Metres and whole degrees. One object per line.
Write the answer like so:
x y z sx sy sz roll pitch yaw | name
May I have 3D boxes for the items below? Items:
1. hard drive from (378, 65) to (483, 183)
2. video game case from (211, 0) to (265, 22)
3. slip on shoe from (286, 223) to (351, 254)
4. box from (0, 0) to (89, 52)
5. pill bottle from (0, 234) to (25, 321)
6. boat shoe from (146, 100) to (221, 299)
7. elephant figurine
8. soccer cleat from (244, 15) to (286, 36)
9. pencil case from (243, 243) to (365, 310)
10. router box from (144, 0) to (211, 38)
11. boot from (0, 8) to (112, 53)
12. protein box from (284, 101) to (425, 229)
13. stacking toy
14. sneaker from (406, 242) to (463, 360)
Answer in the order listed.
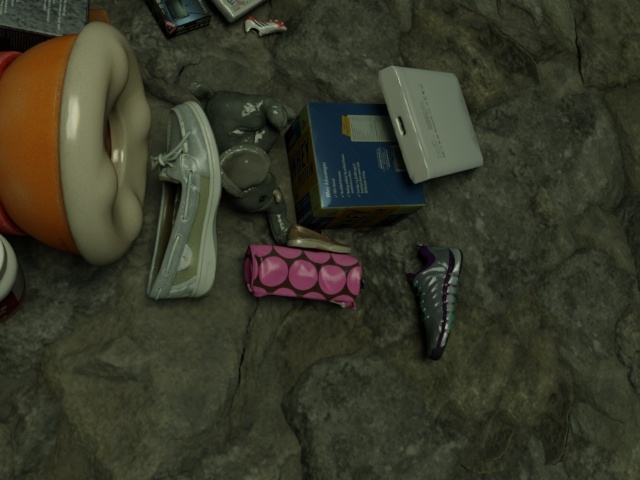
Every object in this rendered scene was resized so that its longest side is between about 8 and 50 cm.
0.217 -0.221 1.239 0.307 0.040 0.203 -19 91 -58 | hard drive
-0.165 -0.556 1.281 0.206 0.026 0.227 49 59 -6 | video game case
0.000 0.000 1.185 0.135 0.051 0.041 9 80 -30 | slip on shoe
-0.440 -0.375 1.013 0.158 0.093 0.156 5 82 -24 | box
-0.483 0.047 0.914 0.121 0.221 0.121 5 74 -18 | pill bottle
-0.227 -0.062 1.055 0.103 0.118 0.321 -3 101 -31 | boat shoe
-0.133 -0.126 1.139 0.186 0.169 0.240 10 87 13 | elephant figurine
-0.108 -0.414 1.287 0.083 0.029 0.036 7 82 -15 | soccer cleat
-0.031 0.064 1.148 0.209 0.095 0.098 8 80 -15 | pencil case
-0.274 -0.449 1.229 0.092 0.038 0.122 -30 87 -25 | router box
-0.467 -0.370 1.097 0.220 0.109 0.283 -22 86 -23 | boot
0.059 -0.134 1.208 0.201 0.136 0.200 -3 76 -21 | protein box
-0.509 -0.144 0.949 0.479 0.350 0.351 2 74 -4 | stacking toy
0.203 0.113 1.238 0.098 0.083 0.224 12 65 5 | sneaker
